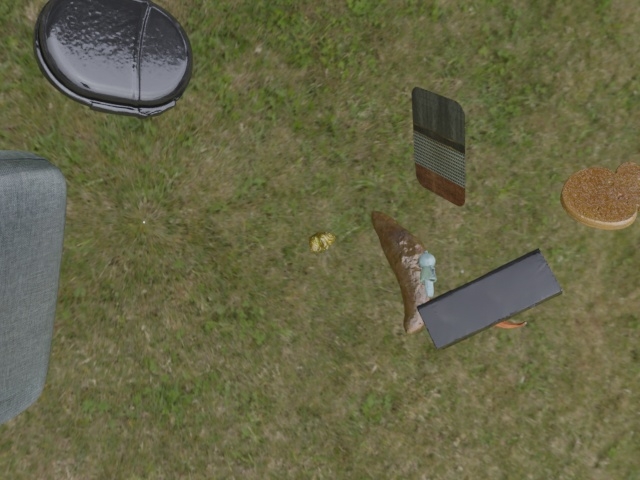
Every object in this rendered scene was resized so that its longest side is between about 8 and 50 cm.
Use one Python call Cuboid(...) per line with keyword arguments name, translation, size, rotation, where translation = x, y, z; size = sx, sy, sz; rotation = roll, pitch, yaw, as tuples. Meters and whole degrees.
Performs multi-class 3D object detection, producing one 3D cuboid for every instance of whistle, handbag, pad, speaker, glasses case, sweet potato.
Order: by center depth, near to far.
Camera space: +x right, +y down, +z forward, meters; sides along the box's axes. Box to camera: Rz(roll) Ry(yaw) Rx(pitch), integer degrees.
Cuboid(name="glasses case", translation=(-0.352, 0.063, 0.650), size=(0.074, 0.131, 0.323), rotation=(26, 115, 19))
Cuboid(name="speaker", translation=(0.273, 0.097, 0.993), size=(0.218, 0.044, 0.082), rotation=(-29, 69, 12))
Cuboid(name="handbag", translation=(-0.407, -0.376, 1.219), size=(0.308, 0.093, 0.253), rotation=(5, 77, -28))
Cuboid(name="whistle", translation=(0.220, 0.067, 1.247), size=(0.035, 0.035, 0.100), rotation=(6, 67, -16))
Cuboid(name="pad", translation=(0.190, -0.222, 1.357), size=(0.055, 0.323, 0.250), rotation=(-41, 135, -35))
Cuboid(name="sweet potato", translation=(0.209, 0.053, 1.484), size=(0.092, 0.114, 0.341), rotation=(20, 47, -51))

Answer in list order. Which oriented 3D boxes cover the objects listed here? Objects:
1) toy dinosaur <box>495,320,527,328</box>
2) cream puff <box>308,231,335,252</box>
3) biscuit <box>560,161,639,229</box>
Cuboid(name="toy dinosaur", translation=(0.371, 0.160, 1.421), size=(0.055, 0.279, 0.101), rotation=(-46, 119, -5))
Cuboid(name="cream puff", translation=(0.000, 0.000, 1.814), size=(0.058, 0.083, 0.083), rotation=(44, 80, -23))
Cuboid(name="biscuit", translation=(0.775, -0.122, 1.587), size=(0.289, 0.044, 0.202), rotation=(-17, 52, -4))
